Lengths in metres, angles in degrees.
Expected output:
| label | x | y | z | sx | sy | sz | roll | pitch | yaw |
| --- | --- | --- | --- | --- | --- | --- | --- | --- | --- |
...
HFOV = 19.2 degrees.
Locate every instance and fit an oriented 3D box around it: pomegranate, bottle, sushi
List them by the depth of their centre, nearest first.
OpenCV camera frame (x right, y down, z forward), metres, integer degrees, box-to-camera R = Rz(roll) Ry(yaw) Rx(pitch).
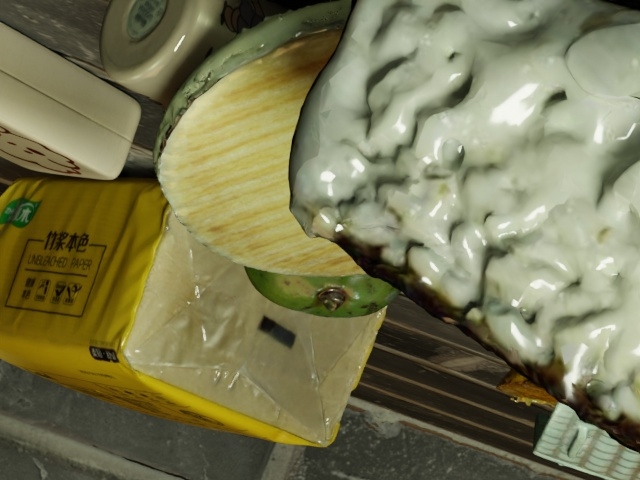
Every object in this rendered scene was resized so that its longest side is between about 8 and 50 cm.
| label | x | y | z | sx | sy | sz | roll | pitch | yaw |
| --- | --- | --- | --- | --- | --- | --- | --- | --- | --- |
| sushi | 0.159 | -0.022 | 0.979 | 0.348 | 0.234 | 0.207 | 39 | -177 | 25 |
| bottle | -0.042 | -0.102 | 1.236 | 0.110 | 0.097 | 0.209 | -35 | 136 | 29 |
| pomegranate | 0.000 | 0.000 | 1.652 | 0.152 | 0.131 | 0.191 | 19 | 178 | -18 |

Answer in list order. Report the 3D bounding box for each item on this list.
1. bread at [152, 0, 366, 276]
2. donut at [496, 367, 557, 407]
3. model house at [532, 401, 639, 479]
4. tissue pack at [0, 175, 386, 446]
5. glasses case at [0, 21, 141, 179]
| label | x | y | z | sx | sy | sz | roll | pitch | yaw |
| --- | --- | --- | --- | --- | --- | --- | --- | --- | --- |
| bread | 0.024 | -0.064 | 1.185 | 0.267 | 0.040 | 0.267 | -7 | 146 | -5 |
| donut | 0.318 | 0.147 | 1.922 | 0.259 | 0.101 | 0.152 | 19 | 169 | 5 |
| model house | 0.287 | 0.083 | 1.325 | 0.224 | 0.215 | 0.198 | 18 | 171 | 3 |
| tissue pack | -0.162 | 0.068 | 2.012 | 0.293 | 0.228 | 0.382 | 25 | 167 | -34 |
| glasses case | -0.310 | -0.147 | 1.565 | 0.144 | 0.076 | 0.336 | 9 | 166 | 45 |
